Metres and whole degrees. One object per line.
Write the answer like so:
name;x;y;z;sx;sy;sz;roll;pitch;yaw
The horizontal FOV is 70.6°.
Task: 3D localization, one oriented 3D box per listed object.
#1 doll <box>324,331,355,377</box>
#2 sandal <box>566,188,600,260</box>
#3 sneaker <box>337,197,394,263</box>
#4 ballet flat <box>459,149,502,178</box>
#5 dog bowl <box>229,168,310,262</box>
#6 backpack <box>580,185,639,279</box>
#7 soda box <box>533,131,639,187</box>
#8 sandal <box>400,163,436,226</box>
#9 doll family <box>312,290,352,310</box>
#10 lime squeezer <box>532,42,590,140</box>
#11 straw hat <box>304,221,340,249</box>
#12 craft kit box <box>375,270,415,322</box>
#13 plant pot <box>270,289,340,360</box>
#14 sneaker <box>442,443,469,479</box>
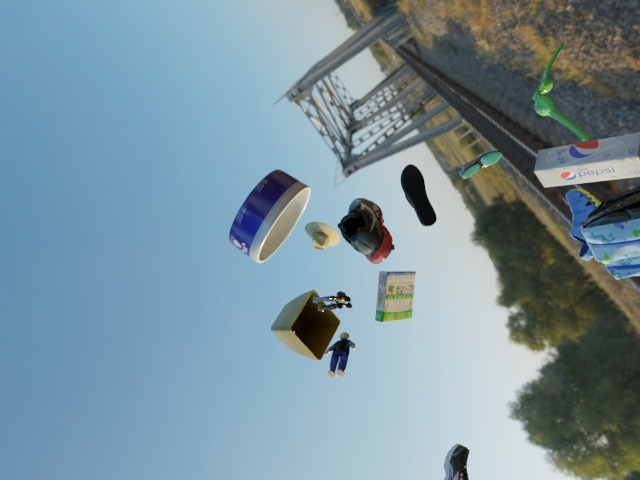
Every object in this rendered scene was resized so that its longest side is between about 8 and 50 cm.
doll;0.072;0.417;1.683;0.046;0.129;0.188;57;-147;-29
sandal;1.029;-0.050;1.744;0.126;0.138;0.317;36;-149;-75
sneaker;0.110;-0.054;1.243;0.135;0.097;0.276;32;-155;-25
ballet flat;0.414;-0.205;1.180;0.041;0.114;0.041;55;-167;-19
dog bowl;-0.143;-0.070;1.307;0.104;0.264;0.265;34;-163;7
backpack;0.846;-0.039;1.125;0.290;0.356;0.273;-37;-71;-31
soda box;0.823;-0.241;1.388;0.098;0.287;0.091;38;-116;-34
sandal;0.262;-0.121;1.240;0.179;0.067;0.040;67;169;-8
doll family;0.056;0.228;1.688;0.193;0.112;0.075;-2;-92;-62
lime squeezer;0.630;-0.403;1.218;0.059;0.110;0.309;35;-131;-59
straw hat;0.000;0.000;1.646;0.144;0.145;0.061;45;-128;-33
craft kit box;0.377;0.274;2.252;0.250;0.061;0.246;4;-92;-44
plant pot;-0.081;0.360;1.911;0.212;0.187;0.212;52;-131;-24
sneaker;0.386;0.661;1.252;0.072;0.178;0.077;19;175;-32
